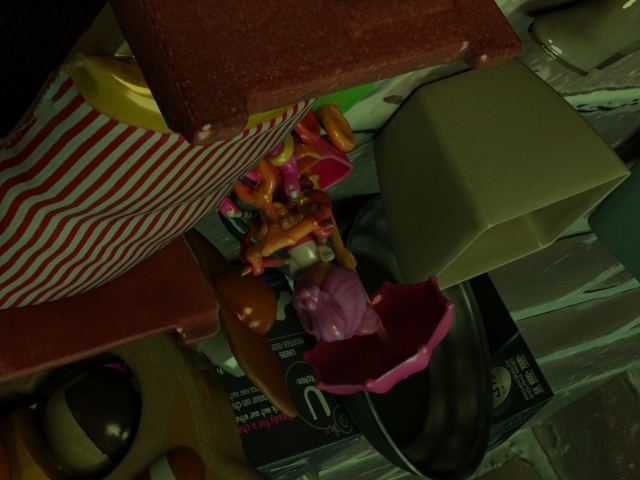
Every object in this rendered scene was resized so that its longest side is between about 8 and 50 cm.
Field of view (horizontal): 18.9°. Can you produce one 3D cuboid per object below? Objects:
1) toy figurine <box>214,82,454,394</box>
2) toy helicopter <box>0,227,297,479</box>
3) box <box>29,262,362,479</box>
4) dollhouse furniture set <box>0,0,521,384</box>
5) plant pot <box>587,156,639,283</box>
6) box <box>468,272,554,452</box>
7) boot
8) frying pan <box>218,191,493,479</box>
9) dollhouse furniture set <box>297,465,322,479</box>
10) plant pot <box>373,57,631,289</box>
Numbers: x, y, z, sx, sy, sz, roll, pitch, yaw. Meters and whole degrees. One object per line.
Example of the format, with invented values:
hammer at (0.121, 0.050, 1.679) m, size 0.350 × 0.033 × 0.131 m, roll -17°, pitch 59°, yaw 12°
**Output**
toy figurine at (0.000, 0.000, 0.946) m, size 0.130 × 0.159 × 0.173 m, roll -32°, pitch 166°, yaw 16°
toy helicopter at (-0.054, 0.122, 1.006) m, size 0.235 × 0.355 × 0.140 m, roll -61°, pitch 146°, yaw -8°
box at (-0.125, 0.137, 1.266) m, size 0.247 × 0.142 × 0.163 m, roll -37°, pitch 165°, yaw 35°
dollhouse furniture set at (0.030, -0.093, 0.653) m, size 0.374 × 0.152 × 0.201 m, roll -18°, pitch 164°, yaw -36°
plant pot at (0.411, -0.042, 1.475) m, size 0.248 × 0.247 × 0.252 m, roll -17°, pitch 147°, yaw -40°
box at (0.107, 0.104, 1.605) m, size 0.077 × 0.147 × 0.180 m, roll -25°, pitch 168°, yaw -16°
boot at (0.170, -0.132, 1.066) m, size 0.087 × 0.042 × 0.118 m, roll -40°, pitch 165°, yaw 22°
frying pan at (0.026, 0.069, 1.216) m, size 0.053 × 0.197 × 0.326 m, roll -17°, pitch 173°, yaw 29°
dollhouse furniture set at (-0.056, 0.172, 1.640) m, size 0.182 × 0.101 × 0.161 m, roll -31°, pitch 167°, yaw 13°
plant pot at (0.093, -0.042, 1.114) m, size 0.109 × 0.096 × 0.109 m, roll -20°, pitch 165°, yaw -29°
